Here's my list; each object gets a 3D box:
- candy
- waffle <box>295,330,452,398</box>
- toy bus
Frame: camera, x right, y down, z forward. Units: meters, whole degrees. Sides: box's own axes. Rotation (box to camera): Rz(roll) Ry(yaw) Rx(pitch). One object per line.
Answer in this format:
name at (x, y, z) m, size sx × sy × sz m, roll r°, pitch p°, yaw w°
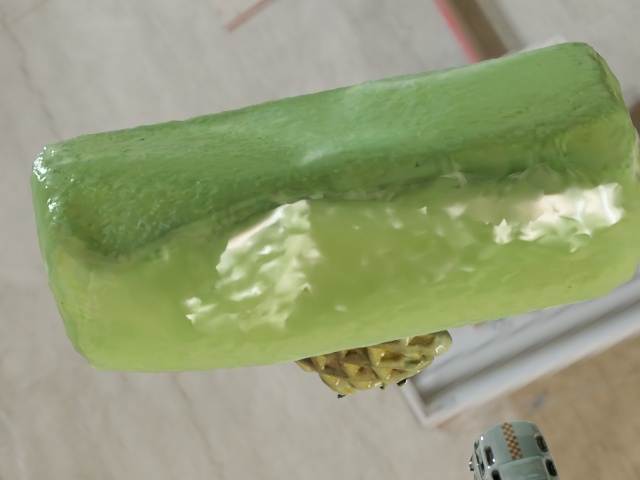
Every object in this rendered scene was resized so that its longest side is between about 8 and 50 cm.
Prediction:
candy at (0.014, -0.015, 0.945) m, size 0.142 × 0.343 × 0.132 m, roll 80°, pitch -179°, yaw -51°
waffle at (0.004, 0.059, 1.500) m, size 0.208 × 0.214 × 0.054 m, roll 46°, pitch -123°, yaw -4°
toy bus at (0.203, 0.261, 1.632) m, size 0.089 × 0.087 × 0.194 m, roll 81°, pitch 175°, yaw -52°
